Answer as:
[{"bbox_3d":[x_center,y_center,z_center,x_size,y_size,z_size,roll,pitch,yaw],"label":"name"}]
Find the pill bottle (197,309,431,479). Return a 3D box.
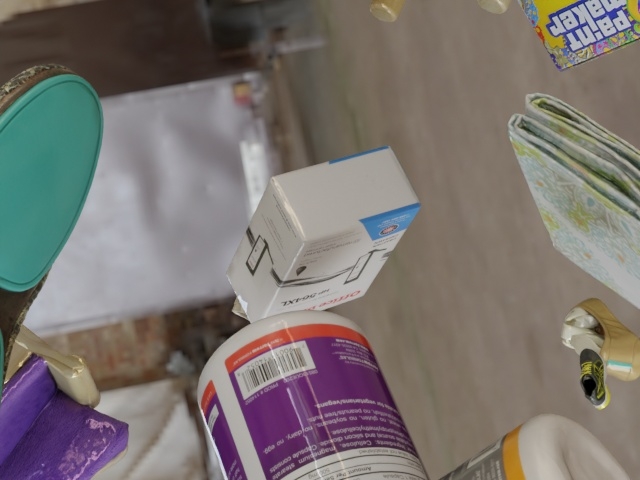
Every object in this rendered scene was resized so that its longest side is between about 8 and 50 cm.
[{"bbox_3d":[0.009,0.233,1.555,0.181,0.181,0.323,89,162,-50],"label":"pill bottle"}]

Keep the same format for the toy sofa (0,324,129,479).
[{"bbox_3d":[-0.370,0.267,1.740,0.177,0.362,0.150,36,164,13],"label":"toy sofa"}]

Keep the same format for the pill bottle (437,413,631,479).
[{"bbox_3d":[0.109,0.265,1.265,0.162,0.278,0.162,42,-156,-24],"label":"pill bottle"}]

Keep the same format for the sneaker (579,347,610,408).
[{"bbox_3d":[0.336,0.166,2.059,0.035,0.031,0.083,32,-145,-44],"label":"sneaker"}]

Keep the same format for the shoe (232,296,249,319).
[{"bbox_3d":[-0.042,0.109,2.140,0.076,0.058,0.219,44,173,-40],"label":"shoe"}]

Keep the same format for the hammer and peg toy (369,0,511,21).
[{"bbox_3d":[0.056,-0.388,1.820,0.266,0.361,0.127,4,62,52],"label":"hammer and peg toy"}]

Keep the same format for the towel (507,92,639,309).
[{"bbox_3d":[0.425,-0.021,2.322,0.320,0.090,0.374,40,169,37],"label":"towel"}]

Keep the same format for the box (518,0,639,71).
[{"bbox_3d":[0.258,-0.333,1.290,0.279,0.290,0.177,59,149,-7],"label":"box"}]

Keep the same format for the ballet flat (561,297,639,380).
[{"bbox_3d":[0.358,0.124,2.203,0.232,0.073,0.080,-139,54,-74],"label":"ballet flat"}]

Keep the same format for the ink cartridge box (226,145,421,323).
[{"bbox_3d":[0.000,0.000,1.785,0.086,0.148,0.203,62,152,21],"label":"ink cartridge box"}]

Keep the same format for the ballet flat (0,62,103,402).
[{"bbox_3d":[-0.346,0.052,1.522,0.164,0.182,0.483,40,-127,-45],"label":"ballet flat"}]
